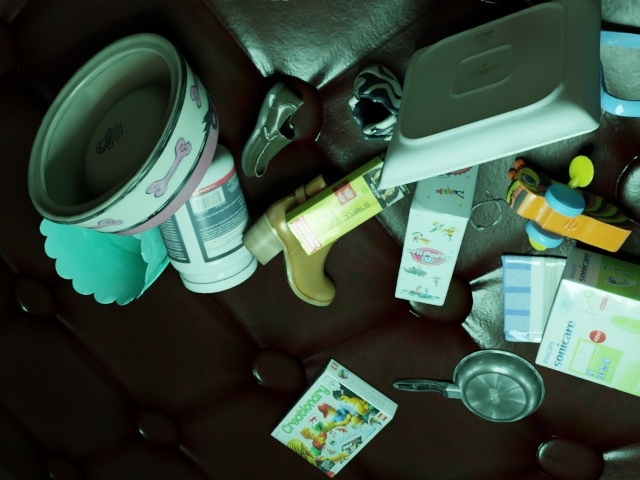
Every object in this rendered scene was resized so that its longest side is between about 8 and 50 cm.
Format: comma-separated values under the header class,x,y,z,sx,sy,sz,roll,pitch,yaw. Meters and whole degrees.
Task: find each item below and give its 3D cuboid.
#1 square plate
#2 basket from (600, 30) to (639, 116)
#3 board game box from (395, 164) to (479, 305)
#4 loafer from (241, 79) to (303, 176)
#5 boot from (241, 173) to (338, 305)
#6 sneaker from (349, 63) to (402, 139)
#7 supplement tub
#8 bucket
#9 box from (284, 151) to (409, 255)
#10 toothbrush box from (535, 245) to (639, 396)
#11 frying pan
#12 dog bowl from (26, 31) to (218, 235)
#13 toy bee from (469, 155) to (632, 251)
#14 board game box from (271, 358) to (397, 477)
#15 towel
class,x,y,z,sx,sy,sz,roll,pitch,yaw
square plate,0.258,-0.248,1.321,0.347,0.344,0.049,-14,131,31
basket,0.548,-0.242,1.252,0.288,0.255,0.201,9,128,5
board game box,0.207,-0.055,1.478,0.097,0.224,0.303,11,151,8
loafer,-0.094,-0.206,1.674,0.078,0.080,0.220,28,128,5
boot,0.000,0.000,1.769,0.220,0.109,0.283,-39,121,12
sneaker,0.140,-0.201,1.526,0.094,0.153,0.235,-33,105,37
supplement tub,-0.245,-0.049,1.776,0.191,0.191,0.272,0,121,24
bucket,-0.458,-0.018,1.899,0.281,0.183,0.281,12,126,16
box,0.050,-0.071,1.646,0.232,0.058,0.087,-31,108,4
toothbrush box,0.564,0.160,1.554,0.283,0.122,0.206,18,127,15
frying pan,0.323,0.307,1.855,0.326,0.053,0.197,14,125,11
dog bowl,-0.369,-0.189,1.633,0.407,0.408,0.150,-14,149,31
toy bee,0.404,-0.082,1.511,0.298,0.162,0.195,29,124,-28
board game box,0.028,0.438,2.067,0.193,0.053,0.305,35,129,0
towel,0.498,0.128,1.662,0.284,0.034,0.209,6,123,21
